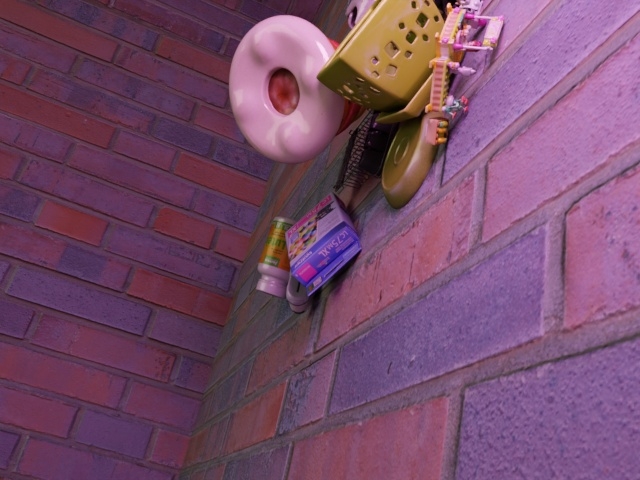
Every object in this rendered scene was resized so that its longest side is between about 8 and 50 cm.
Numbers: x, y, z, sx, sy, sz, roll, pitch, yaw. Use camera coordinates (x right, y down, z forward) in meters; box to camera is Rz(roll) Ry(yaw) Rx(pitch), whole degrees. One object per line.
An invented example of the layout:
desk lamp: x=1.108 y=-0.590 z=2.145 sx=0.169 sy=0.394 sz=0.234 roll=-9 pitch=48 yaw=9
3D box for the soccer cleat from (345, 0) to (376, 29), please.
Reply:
soccer cleat: x=0.114 y=-0.690 z=1.816 sx=0.143 sy=0.116 sz=0.331 roll=-55 pitch=20 yaw=19

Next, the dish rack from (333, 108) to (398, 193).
dish rack: x=0.114 y=-0.234 z=1.643 sx=0.271 sy=0.074 sz=0.209 roll=139 pitch=150 yaw=-69

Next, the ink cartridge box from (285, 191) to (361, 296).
ink cartridge box: x=0.000 y=0.000 z=1.615 sx=0.185 sy=0.065 sz=0.311 roll=-41 pitch=25 yaw=11

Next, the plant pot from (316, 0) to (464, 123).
plant pot: x=0.152 y=-0.377 z=1.307 sx=0.228 sy=0.207 sz=0.227 roll=-51 pitch=13 yaw=-4

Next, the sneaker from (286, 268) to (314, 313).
sneaker: x=-0.047 y=0.092 z=1.769 sx=0.091 sy=0.094 sz=0.258 roll=95 pitch=-169 yaw=-47

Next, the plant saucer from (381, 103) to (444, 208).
plant saucer: x=0.187 y=-0.187 z=1.335 sx=0.241 sy=0.037 sz=0.241 roll=-159 pitch=90 yaw=-77

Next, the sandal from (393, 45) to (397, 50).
sandal: x=0.227 y=-0.569 z=1.718 sx=0.072 sy=0.049 sz=0.180 roll=-4 pitch=69 yaw=62

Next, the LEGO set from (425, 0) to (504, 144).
LEGO set: x=0.267 y=-0.317 z=1.146 sx=0.132 sy=0.107 sz=0.287 roll=29 pitch=-106 yaw=-68

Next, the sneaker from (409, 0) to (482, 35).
sneaker: x=0.237 y=-0.552 z=1.392 sx=0.448 sy=0.168 sz=0.258 roll=111 pitch=162 yaw=-64

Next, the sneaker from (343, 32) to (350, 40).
sneaker: x=0.170 y=-0.665 z=2.046 sx=0.295 sy=0.109 sz=0.124 roll=143 pitch=120 yaw=-62

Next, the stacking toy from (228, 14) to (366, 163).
stacking toy: x=0.027 y=-0.410 z=1.663 sx=0.479 sy=0.350 sz=0.351 roll=-24 pitch=-31 yaw=-50

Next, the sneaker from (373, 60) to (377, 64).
sneaker: x=0.187 y=-0.613 z=1.849 sx=0.256 sy=0.094 sz=0.151 roll=-54 pitch=23 yaw=20

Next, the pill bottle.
pill bottle: x=-0.123 y=0.058 z=2.028 sx=0.136 sy=0.136 sz=0.246 roll=167 pitch=123 yaw=-75
